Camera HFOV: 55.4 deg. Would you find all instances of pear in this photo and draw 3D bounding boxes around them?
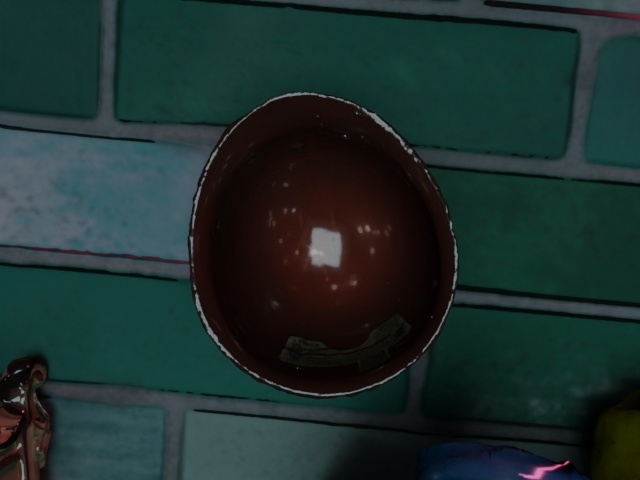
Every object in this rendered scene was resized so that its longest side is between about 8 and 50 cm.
[{"bbox_3d":[0.239,0.166,0.410,0.107,0.107,0.131,-21,88,4],"label":"pear"}]

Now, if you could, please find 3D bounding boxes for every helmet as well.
[{"bbox_3d":[0.000,0.000,0.390,0.155,0.106,0.175,-22,93,5],"label":"helmet"}]

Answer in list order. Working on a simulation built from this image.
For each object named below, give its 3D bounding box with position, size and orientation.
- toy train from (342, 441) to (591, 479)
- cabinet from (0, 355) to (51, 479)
[{"bbox_3d":[0.117,0.250,0.340,0.300,0.265,0.188,23,55,-1],"label":"toy train"},{"bbox_3d":[-0.330,0.256,0.359,0.290,0.227,0.318,-7,88,3],"label":"cabinet"}]
